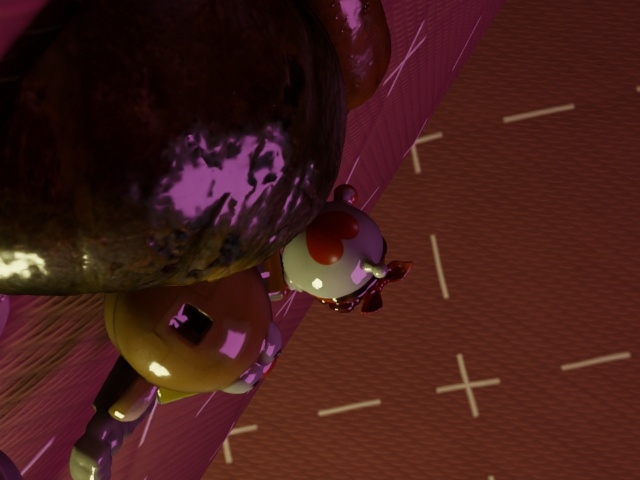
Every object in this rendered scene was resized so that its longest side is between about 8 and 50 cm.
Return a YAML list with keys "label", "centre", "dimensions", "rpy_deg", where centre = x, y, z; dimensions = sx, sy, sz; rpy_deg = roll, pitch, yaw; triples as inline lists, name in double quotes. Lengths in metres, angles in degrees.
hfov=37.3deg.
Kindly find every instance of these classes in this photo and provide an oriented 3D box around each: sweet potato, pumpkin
- label: "sweet potato"
  centre: [0.017, -0.189, 0.967]
  dimensions: [0.112, 0.112, 0.359]
  rpy_deg: [-56, 170, -16]
- label: "pumpkin"
  centre: [-0.076, -0.068, 0.578]
  dimensions: [0.312, 0.169, 0.148]
  rpy_deg: [-55, 175, -20]

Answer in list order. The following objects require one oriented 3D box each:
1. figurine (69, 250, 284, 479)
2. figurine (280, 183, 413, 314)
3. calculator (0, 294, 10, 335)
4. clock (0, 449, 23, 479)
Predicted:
- label: "figurine"
  centre: [-0.116, 0.065, 0.876]
  dimensions: [0.285, 0.167, 0.342]
  rpy_deg: [125, -23, -84]
- label: "figurine"
  centre: [0.000, 0.000, 1.174]
  dimensions: [0.183, 0.226, 0.160]
  rpy_deg: [-52, 170, -37]
- label: "calculator"
  centre: [-0.263, 0.099, 0.630]
  dimensions: [0.165, 0.024, 0.103]
  rpy_deg: [-57, 173, -9]
- label: "clock"
  centre: [-0.281, 0.228, 0.720]
  dimensions: [0.152, 0.110, 0.050]
  rpy_deg: [-56, 171, -8]
